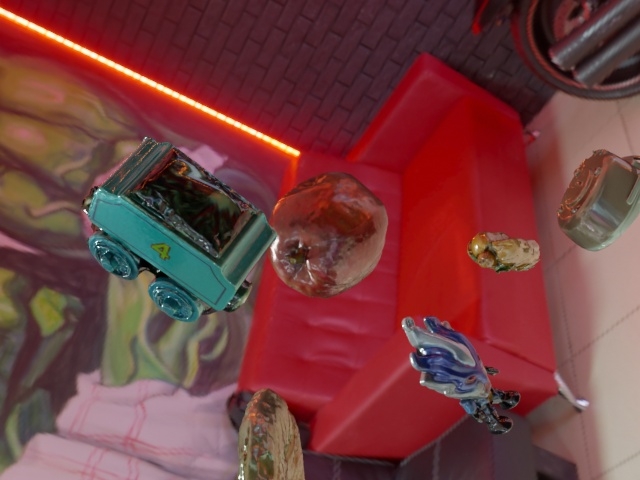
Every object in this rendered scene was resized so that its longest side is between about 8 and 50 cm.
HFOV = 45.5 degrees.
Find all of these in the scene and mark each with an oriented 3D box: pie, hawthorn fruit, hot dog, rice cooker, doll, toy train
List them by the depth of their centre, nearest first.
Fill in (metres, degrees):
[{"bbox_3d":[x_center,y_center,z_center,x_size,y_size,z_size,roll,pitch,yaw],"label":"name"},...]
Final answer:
[{"bbox_3d":[-0.147,-0.007,0.774,0.107,0.198,0.154,-57,6,-37],"label":"toy train"},{"bbox_3d":[0.164,0.158,0.930,0.070,0.195,0.096,-28,26,47],"label":"doll"},{"bbox_3d":[-0.073,0.375,1.167,0.306,0.071,0.306,-6,-90,-82],"label":"pie"},{"bbox_3d":[0.344,0.021,1.442,0.270,0.109,0.072,0,-80,-62],"label":"hot dog"},{"bbox_3d":[0.551,-0.081,1.493,0.206,0.127,0.145,-65,11,-2],"label":"rice cooker"},{"bbox_3d":[0.012,-0.009,1.551,0.258,0.258,0.261,-40,24,60],"label":"hawthorn fruit"}]

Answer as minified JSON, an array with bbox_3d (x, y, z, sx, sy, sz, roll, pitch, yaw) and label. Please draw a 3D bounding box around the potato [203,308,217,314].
[{"bbox_3d":[-0.178,0.059,1.085,0.103,0.096,0.066,-143,56,-71],"label":"potato"}]
